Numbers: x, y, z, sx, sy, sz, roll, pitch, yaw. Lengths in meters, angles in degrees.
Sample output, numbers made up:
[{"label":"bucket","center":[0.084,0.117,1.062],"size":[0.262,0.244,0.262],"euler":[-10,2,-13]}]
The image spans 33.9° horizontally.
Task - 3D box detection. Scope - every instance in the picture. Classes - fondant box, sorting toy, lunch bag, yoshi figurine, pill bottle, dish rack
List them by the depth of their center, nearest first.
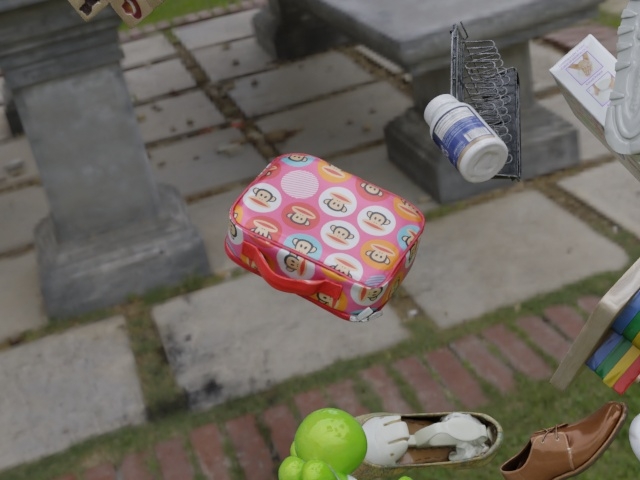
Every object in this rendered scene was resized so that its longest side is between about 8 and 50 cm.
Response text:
[{"label":"sorting toy","center":[0.431,0.081,1.338],"size":[0.089,0.257,0.255],"euler":[41,67,18]},{"label":"pill bottle","center":[0.181,-0.133,1.339],"size":[0.067,0.067,0.120],"euler":[-20,47,-14]},{"label":"yoshi figurine","center":[0.045,0.384,1.663],"size":[0.204,0.362,0.203],"euler":[-28,53,3]},{"label":"lunch bag","center":[0.000,0.000,1.697],"size":[0.293,0.120,0.258],"euler":[27,46,13]},{"label":"dish rack","center":[0.270,-0.229,1.732],"size":[0.074,0.271,0.208],"euler":[-6,71,21]},{"label":"fondant box","center":[0.541,-0.167,1.751],"size":[0.096,0.238,0.330],"euler":[-43,65,10]}]

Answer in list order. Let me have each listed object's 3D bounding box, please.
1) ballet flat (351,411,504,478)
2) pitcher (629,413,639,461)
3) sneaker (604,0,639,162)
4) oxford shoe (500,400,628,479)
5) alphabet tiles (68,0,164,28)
[{"label":"ballet flat","center":[0.167,0.356,1.883],"size":[0.349,0.123,0.123],"euler":[1,23,-16]},{"label":"pitcher","center":[0.469,0.307,1.281],"size":[0.178,0.207,0.125],"euler":[1,-19,-6]},{"label":"sneaker","center":[0.380,-0.196,1.140],"size":[0.095,0.235,0.090],"euler":[14,4,-35]},{"label":"oxford shoe","center":[0.343,0.290,1.490],"size":[0.212,0.076,0.076],"euler":[-44,6,21]},{"label":"alphabet tiles","center":[-0.332,-0.542,1.790],"size":[0.343,0.285,0.011],"euler":[-34,14,19]}]
